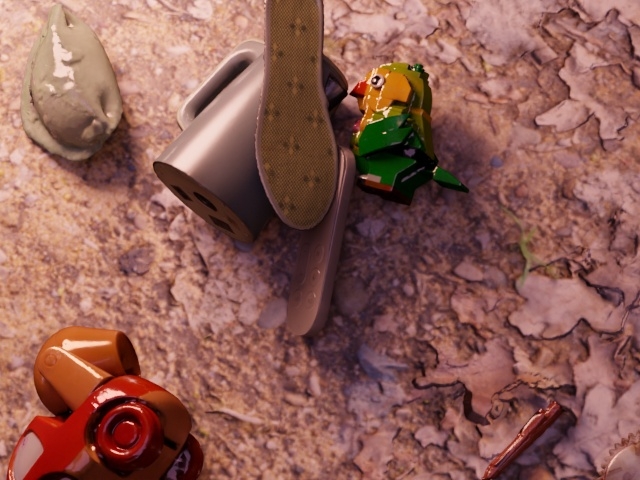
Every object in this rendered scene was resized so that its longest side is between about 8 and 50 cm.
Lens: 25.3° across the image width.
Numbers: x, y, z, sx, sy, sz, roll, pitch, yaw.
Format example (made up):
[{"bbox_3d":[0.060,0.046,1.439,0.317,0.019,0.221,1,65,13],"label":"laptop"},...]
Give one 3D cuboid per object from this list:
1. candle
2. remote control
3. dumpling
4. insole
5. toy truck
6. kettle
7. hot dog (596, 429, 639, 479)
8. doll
[{"bbox_3d":[0.230,0.257,1.722,0.167,0.021,0.026,-45,94,-5],"label":"candle"},{"bbox_3d":[0.000,0.000,1.786,0.022,0.077,0.245,12,87,-33],"label":"remote control"},{"bbox_3d":[-0.345,-0.204,1.888,0.149,0.105,0.216,-19,74,3],"label":"dumpling"},{"bbox_3d":[-0.029,-0.170,1.757,0.109,0.007,0.322,3,79,-19],"label":"insole"},{"bbox_3d":[-0.287,0.244,1.726,0.239,0.189,0.265,35,83,26],"label":"toy truck"},{"bbox_3d":[-0.096,-0.145,1.831,0.210,0.160,0.243,23,70,42],"label":"kettle"},{"bbox_3d":[0.452,0.309,1.647,0.268,0.075,0.144,26,76,18],"label":"hot dog"},{"bbox_3d":[0.102,-0.134,1.797,0.134,0.106,0.186,-16,72,20],"label":"doll"}]
